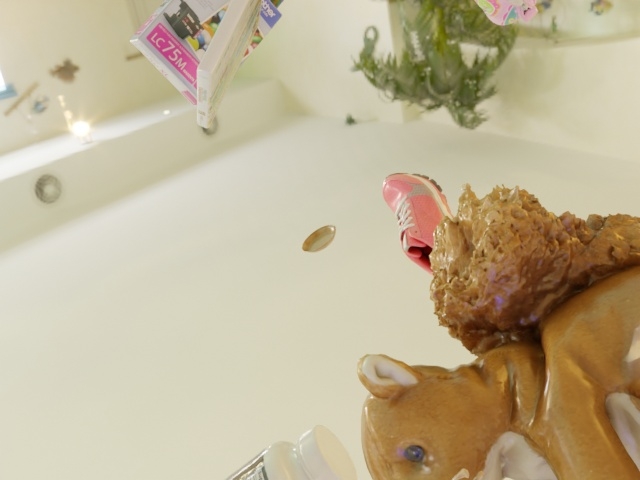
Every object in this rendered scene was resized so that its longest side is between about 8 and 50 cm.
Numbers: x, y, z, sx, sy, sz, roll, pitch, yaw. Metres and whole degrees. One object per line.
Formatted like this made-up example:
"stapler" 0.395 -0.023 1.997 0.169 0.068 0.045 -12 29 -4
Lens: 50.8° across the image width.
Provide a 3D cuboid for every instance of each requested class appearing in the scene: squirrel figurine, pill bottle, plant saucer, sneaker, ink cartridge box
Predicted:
"squirrel figurine" 0.225 0.138 0.717 0.370 0.281 0.397 -11 -127 12
"pill bottle" -0.091 0.495 1.279 0.318 0.176 0.176 -38 -160 9
"plant saucer" 0.000 0.000 1.394 0.083 0.015 0.083 -28 -154 15
"sneaker" 0.209 -0.030 1.393 0.136 0.116 0.314 -17 -128 -32
"ink cartridge box" -0.207 -0.441 1.343 0.311 0.186 0.065 -55 -148 -15

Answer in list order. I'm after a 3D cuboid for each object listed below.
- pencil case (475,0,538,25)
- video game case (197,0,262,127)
"pencil case" 0.279 -0.475 1.131 0.124 0.124 0.284 7 168 39
"video game case" -0.146 -0.319 1.099 0.026 0.227 0.206 23 164 -4
